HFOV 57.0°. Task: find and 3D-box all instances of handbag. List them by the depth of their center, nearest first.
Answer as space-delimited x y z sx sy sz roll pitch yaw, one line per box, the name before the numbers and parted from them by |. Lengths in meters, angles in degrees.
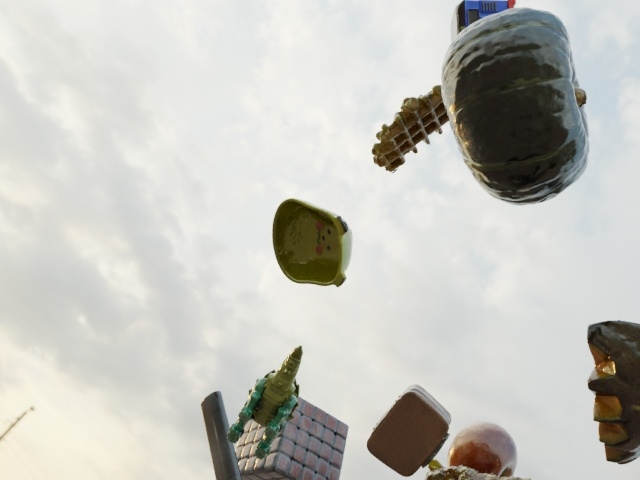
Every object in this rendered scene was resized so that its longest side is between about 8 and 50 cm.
handbag | 0.213 0.453 1.389 0.151 0.072 0.193 39 -77 12

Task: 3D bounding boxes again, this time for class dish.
dish | 0.000 0.000 1.479 0.263 0.108 0.221 14 -68 43

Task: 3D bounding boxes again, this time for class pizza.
pizza | 0.326 0.608 1.304 0.269 0.258 0.087 -2 -62 31

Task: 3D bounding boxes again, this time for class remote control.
remote control | -0.226 0.562 1.428 0.107 0.044 0.377 -54 -133 47

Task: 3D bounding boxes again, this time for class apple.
apple | 0.423 0.577 1.562 0.162 0.201 0.201 28 -36 44

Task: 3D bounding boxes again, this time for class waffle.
waffle | 0.180 -0.207 1.101 0.046 0.161 0.192 57 -46 31

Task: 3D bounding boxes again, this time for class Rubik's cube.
Rubik's cube | -0.092 0.614 1.707 0.238 0.237 0.237 39 -45 -22

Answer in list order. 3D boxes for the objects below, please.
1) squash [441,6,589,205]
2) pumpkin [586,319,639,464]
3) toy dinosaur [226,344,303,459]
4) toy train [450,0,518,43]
squash | 0.259 -0.172 0.770 0.165 0.252 0.252 -18 -63 26
pumpkin | 0.491 0.244 0.872 0.149 0.130 0.254 -10 -56 32
toy dinosaur | -0.078 0.266 1.000 0.094 0.153 0.259 28 -39 4
toy train | 0.287 -0.294 0.983 0.131 0.203 0.083 1 -12 -3
